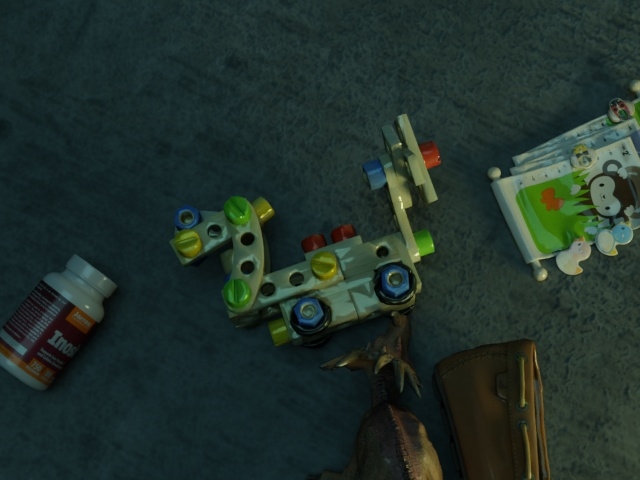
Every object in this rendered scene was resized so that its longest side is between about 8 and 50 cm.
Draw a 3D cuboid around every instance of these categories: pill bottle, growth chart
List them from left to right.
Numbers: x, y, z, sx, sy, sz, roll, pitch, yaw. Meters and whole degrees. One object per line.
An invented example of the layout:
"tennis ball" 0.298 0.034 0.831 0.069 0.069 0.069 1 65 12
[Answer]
"pill bottle" -0.311 0.094 1.176 0.086 0.086 0.152 34 80 17
"growth chart" 0.320 -0.067 1.177 0.237 0.021 0.172 -29 71 -2

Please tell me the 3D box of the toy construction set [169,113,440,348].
"toy construction set" 0.000 0.000 1.141 0.328 0.151 0.215 -24 69 11

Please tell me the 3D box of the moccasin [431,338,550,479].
"moccasin" 0.227 0.286 1.020 0.147 0.139 0.379 -17 61 12

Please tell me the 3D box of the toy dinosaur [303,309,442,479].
"toy dinosaur" 0.073 0.207 1.015 0.127 0.295 0.200 -1 113 -17
